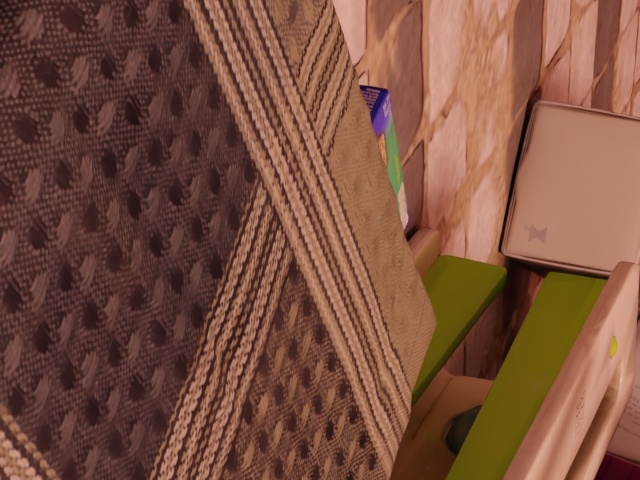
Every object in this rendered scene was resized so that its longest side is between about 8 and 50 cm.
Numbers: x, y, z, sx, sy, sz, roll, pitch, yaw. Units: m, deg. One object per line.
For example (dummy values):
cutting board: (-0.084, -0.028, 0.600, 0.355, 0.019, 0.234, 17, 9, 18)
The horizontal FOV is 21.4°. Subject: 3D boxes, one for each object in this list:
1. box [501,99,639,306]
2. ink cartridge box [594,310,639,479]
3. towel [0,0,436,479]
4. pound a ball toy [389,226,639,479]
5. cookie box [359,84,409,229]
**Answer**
box: (0.213, -0.018, 1.236, 0.275, 0.094, 0.113, 18, 84, -71)
ink cartridge box: (0.160, 0.210, 1.104, 0.330, 0.071, 0.324, -50, 164, -54)
towel: (-0.051, 0.058, 0.496, 0.324, 0.056, 0.312, 67, 33, -50)
pound a ball toy: (0.093, 0.128, 0.802, 0.319, 0.208, 0.136, -50, 145, -56)
cookie box: (0.000, 0.000, 0.724, 0.092, 0.040, 0.107, 77, 30, -50)
